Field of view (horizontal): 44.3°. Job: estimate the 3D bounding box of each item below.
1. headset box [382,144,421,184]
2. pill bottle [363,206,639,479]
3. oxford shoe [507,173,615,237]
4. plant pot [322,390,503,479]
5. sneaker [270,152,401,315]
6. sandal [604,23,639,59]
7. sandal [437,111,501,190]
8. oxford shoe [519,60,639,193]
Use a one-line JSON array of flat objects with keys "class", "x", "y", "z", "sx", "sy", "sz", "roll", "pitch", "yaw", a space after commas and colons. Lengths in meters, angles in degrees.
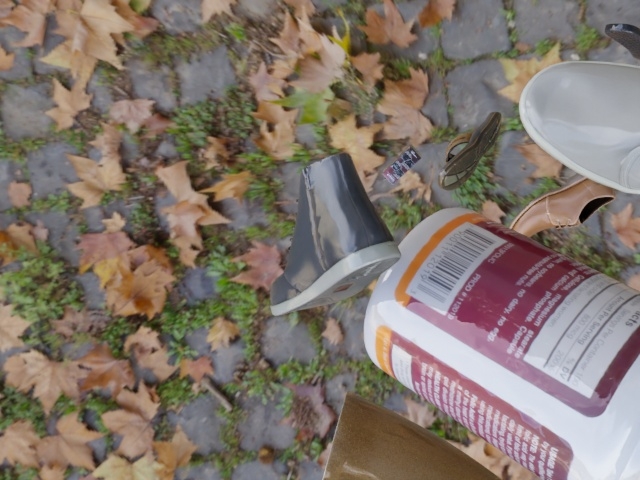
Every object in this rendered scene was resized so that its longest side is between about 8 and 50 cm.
[{"class": "headset box", "x": 0.154, "y": -0.144, "z": 1.516, "sx": 0.083, "sy": 0.062, "sz": 0.032, "roll": -42, "pitch": 93, "yaw": 14}, {"class": "pill bottle", "x": 0.259, "y": 0.137, "z": 0.843, "sx": 0.392, "sy": 0.224, "sz": 0.224, "roll": 31, "pitch": 102, "yaw": 34}, {"class": "oxford shoe", "x": 0.432, "y": -0.049, "z": 1.423, "sx": 0.212, "sy": 0.076, "sz": 0.076, "roll": -36, "pitch": 56, "yaw": 31}, {"class": "plant pot", "x": 0.125, "y": 0.364, "z": 1.111, "sx": 0.254, "sy": 0.237, "sz": 0.237, "roll": 16, "pitch": 99, "yaw": 4}, {"class": "sneaker", "x": 0.000, "y": 0.000, "z": 0.814, "sx": 0.083, "sy": 0.222, "sz": 0.118, "roll": -10, "pitch": 75, "yaw": -32}, {"class": "sandal", "x": 0.513, "y": -0.320, "z": 1.245, "sx": 0.067, "sy": 0.179, "sz": 0.040, "roll": 13, "pitch": 89, "yaw": 47}, {"class": "sandal", "x": 0.282, "y": -0.179, "z": 1.531, "sx": 0.060, "sy": 0.090, "sz": 0.219, "roll": 27, "pitch": 62, "yaw": 24}, {"class": "oxford shoe", "x": 0.454, "y": -0.116, "z": 0.926, "sx": 0.449, "sy": 0.130, "sz": 0.169, "roll": 26, "pitch": 85, "yaw": 19}]
